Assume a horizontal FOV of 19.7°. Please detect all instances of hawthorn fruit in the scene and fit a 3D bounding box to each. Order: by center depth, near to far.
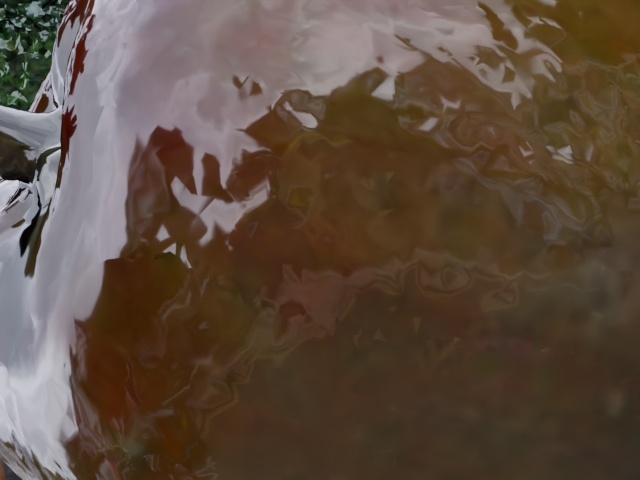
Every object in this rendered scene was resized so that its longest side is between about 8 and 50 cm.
[{"bbox_3d":[0.000,0.000,0.610,0.268,0.301,0.267,-163,90,-84],"label":"hawthorn fruit"}]

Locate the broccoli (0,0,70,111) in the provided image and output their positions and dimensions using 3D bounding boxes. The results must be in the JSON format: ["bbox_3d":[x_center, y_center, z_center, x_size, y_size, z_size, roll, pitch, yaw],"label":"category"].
[{"bbox_3d":[-0.146,-0.130,1.056,0.194,0.219,0.194,-17,-24,-8],"label":"broccoli"}]

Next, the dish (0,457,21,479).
[{"bbox_3d":[-0.232,0.170,1.369,0.303,0.303,0.120,-25,-19,-39],"label":"dish"}]
